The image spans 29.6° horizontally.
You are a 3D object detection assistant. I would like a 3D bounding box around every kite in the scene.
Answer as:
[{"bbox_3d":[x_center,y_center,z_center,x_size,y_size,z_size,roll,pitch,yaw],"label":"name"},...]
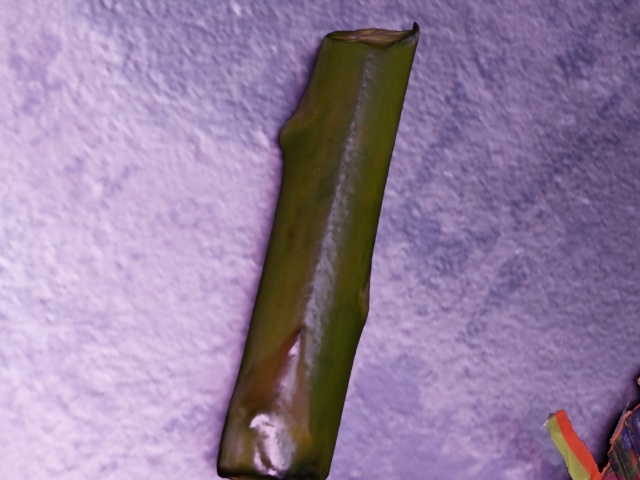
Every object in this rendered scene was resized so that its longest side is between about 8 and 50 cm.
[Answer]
[{"bbox_3d":[0.171,0.174,0.700,0.241,0.014,0.183,-49,116,-38],"label":"kite"}]

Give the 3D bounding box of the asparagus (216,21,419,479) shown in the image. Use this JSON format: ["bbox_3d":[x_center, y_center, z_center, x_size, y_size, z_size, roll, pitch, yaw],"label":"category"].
[{"bbox_3d":[0.001,0.000,0.654,0.067,0.060,0.277,13,77,-11],"label":"asparagus"}]
